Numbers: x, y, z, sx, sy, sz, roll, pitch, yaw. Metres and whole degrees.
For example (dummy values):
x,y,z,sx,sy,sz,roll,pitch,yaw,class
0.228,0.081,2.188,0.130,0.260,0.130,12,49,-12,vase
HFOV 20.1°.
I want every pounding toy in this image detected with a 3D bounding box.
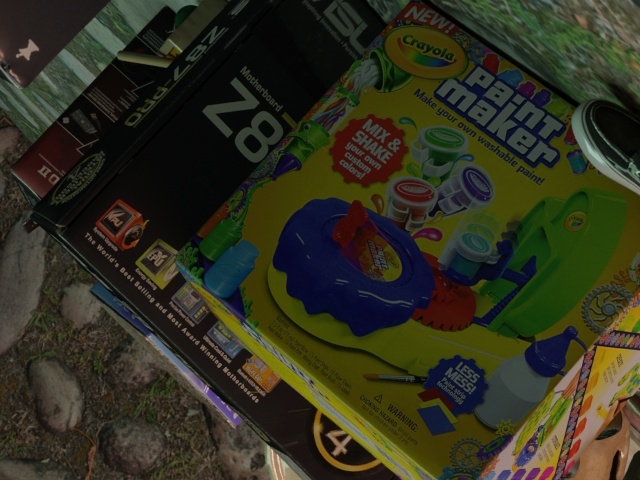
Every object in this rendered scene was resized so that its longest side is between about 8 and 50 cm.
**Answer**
x,y,z,sx,sy,sz,roll,pitch,yaw,class
-0.125,-0.189,1.892,0.141,0.100,0.130,43,171,-7,pounding toy

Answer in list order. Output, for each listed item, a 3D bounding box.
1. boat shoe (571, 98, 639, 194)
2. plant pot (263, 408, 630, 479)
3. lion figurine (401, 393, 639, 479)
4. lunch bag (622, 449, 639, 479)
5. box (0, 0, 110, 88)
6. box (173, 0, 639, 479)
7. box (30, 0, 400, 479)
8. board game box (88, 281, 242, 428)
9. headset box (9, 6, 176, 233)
x,y,z,sx,sy,sz,roll,pitch,yaw,class
0.233,-0.048,1.221,0.142,0.049,0.040,42,152,-4,boat shoe
0.161,0.212,2.008,0.305,0.334,0.334,19,158,40,plant pot
0.142,0.135,1.816,0.142,0.392,0.240,55,-158,-60,lion figurine
0.351,0.360,1.649,0.235,0.287,0.169,8,148,44,lunch bag
-0.413,-0.378,1.892,0.395,0.212,0.293,34,167,47,box
0.101,0.027,1.367,0.290,0.279,0.177,37,170,25,box
0.000,0.000,1.551,0.395,0.318,0.097,47,169,-23,box
-0.106,0.050,2.323,0.141,0.291,0.232,33,167,44,board game box
-0.244,-0.114,2.141,0.110,0.293,0.218,42,172,2,headset box
